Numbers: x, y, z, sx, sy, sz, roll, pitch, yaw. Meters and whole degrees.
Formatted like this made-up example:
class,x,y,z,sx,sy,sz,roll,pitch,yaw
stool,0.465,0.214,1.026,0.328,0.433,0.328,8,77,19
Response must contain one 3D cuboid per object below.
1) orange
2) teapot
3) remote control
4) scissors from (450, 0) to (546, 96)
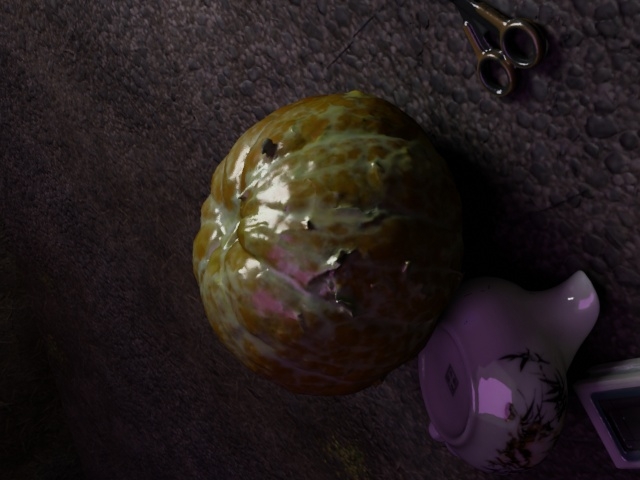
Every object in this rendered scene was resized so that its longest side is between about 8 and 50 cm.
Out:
class,x,y,z,sx,sy,sz,roll,pitch,yaw
orange,0.000,0.000,0.892,0.329,0.249,0.329,-25,59,51
teapot,0.194,0.154,0.911,0.208,0.166,0.299,57,160,36
remote control,0.364,0.152,0.753,0.277,0.056,0.102,-26,93,56
scissors,0.128,-0.239,0.794,0.220,0.017,0.088,53,149,10
